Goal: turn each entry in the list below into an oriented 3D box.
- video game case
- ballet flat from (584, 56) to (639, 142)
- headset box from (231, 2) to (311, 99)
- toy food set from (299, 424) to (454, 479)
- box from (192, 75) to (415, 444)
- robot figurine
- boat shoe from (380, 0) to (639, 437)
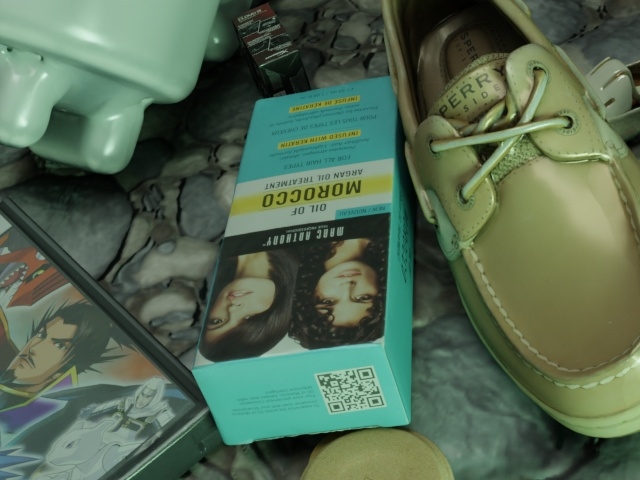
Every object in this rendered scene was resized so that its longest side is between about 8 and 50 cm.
[{"bbox_3d":[-0.224,0.108,0.622,0.248,0.035,0.275,-38,45,-18],"label":"video game case"},{"bbox_3d":[0.199,-0.099,0.659,0.168,0.052,0.057,-23,42,-2],"label":"ballet flat"},{"bbox_3d":[-0.034,-0.127,0.769,0.032,0.062,0.083,-23,42,-3],"label":"headset box"},{"bbox_3d":[0.025,0.126,0.519,0.083,0.020,0.083,5,48,24],"label":"toy food set"},{"bbox_3d":[0.000,0.000,0.613,0.100,0.060,0.244,-9,38,13],"label":"box"},{"bbox_3d":[-0.158,-0.231,0.751,0.199,0.300,0.354,16,88,42],"label":"robot figurine"},{"bbox_3d":[0.097,-0.046,0.577,0.121,0.110,0.341,-34,41,14],"label":"boat shoe"}]
